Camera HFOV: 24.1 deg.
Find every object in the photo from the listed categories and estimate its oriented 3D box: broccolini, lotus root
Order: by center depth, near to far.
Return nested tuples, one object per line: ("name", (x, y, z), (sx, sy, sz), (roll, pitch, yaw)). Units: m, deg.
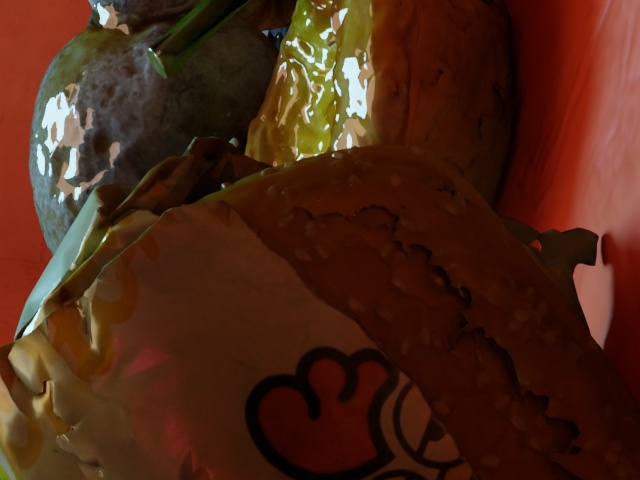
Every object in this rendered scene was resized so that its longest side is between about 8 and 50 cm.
("broccolini", (-0.004, -0.161, 0.782), (0.239, 0.051, 0.054), (-49, -10, -27))
("lotus root", (-0.066, 0.011, 0.882), (0.175, 0.175, 0.349), (-105, -3, -68))

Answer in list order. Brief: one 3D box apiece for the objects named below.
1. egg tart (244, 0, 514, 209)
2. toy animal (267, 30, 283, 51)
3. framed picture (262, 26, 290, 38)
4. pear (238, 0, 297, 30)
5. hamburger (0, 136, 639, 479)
("egg tart", (0.028, -0.055, 0.701), (0.241, 0.106, 0.241), (-171, 90, -80))
("toy animal", (-0.087, -0.045, 1.347), (0.260, 0.087, 0.243), (-99, 19, -48))
("framed picture", (-0.028, -0.223, 1.460), (0.326, 0.028, 0.446), (121, 154, -69))
("pear", (-0.047, -0.235, 0.988), (0.228, 0.188, 0.211), (-36, 56, 47))
("hamburger", (0.021, 0.059, 0.459), (0.214, 0.235, 0.125), (66, 156, 0))
